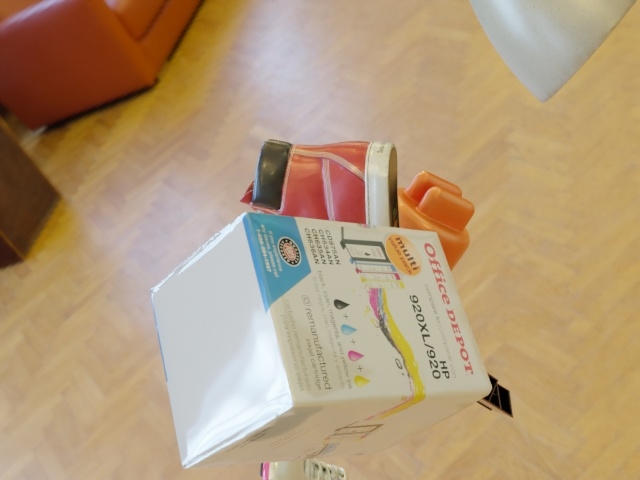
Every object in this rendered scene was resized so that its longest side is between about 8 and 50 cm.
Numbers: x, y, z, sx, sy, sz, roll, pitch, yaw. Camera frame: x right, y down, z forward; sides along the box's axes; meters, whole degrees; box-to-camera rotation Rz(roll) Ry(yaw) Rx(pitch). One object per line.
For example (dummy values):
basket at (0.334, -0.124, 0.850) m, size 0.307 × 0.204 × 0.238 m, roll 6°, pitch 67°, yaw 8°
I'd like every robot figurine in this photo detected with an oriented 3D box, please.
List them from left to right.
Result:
robot figurine at (0.108, 0.019, 1.264) m, size 0.158 × 0.128 × 0.219 m, roll 39°, pitch 110°, yaw 21°

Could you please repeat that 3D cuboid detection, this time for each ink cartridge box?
ink cartridge box at (-0.001, 0.092, 0.873) m, size 0.168 × 0.232 × 0.171 m, roll -37°, pitch 59°, yaw 41°

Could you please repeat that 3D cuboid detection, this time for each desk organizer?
desk organizer at (0.282, 0.254, 1.637) m, size 0.050 × 0.130 × 0.047 m, roll 15°, pitch 76°, yaw 47°

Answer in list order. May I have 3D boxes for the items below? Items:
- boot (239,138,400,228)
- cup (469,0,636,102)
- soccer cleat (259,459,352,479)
boot at (0.000, 0.000, 1.107) m, size 0.176 × 0.244 × 0.088 m, roll 3°, pitch 27°, yaw 14°
cup at (0.363, -0.420, 1.539) m, size 0.331 × 0.237 × 0.331 m, roll -54°, pitch 0°, yaw 0°
soccer cleat at (-0.014, 0.383, 1.560) m, size 0.143 × 0.331 × 0.116 m, roll 3°, pitch 68°, yaw 8°
